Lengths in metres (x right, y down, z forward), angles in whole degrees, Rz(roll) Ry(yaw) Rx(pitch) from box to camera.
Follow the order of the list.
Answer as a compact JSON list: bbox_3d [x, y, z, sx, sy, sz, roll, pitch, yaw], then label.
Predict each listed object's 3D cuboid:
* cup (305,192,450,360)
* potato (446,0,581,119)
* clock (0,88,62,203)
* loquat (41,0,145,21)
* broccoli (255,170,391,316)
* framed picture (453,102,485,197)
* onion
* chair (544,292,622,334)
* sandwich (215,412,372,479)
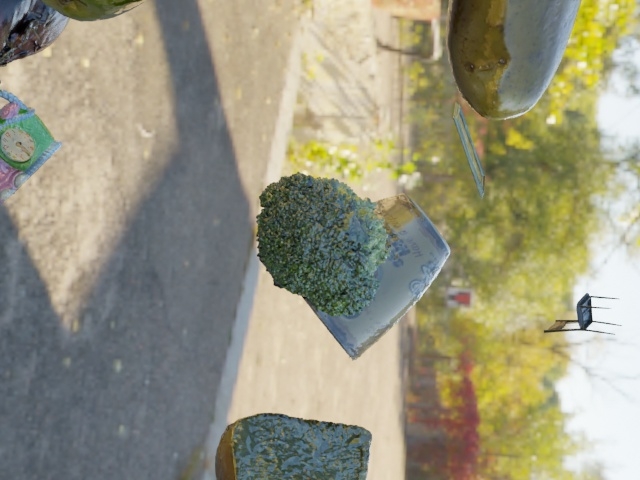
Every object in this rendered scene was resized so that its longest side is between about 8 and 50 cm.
[{"bbox_3d":[0.078,0.033,1.861,0.227,0.257,0.301,55,-3,-31],"label":"cup"},{"bbox_3d":[0.208,-0.304,1.044,0.195,0.176,0.369,-133,-130,-73],"label":"potato"},{"bbox_3d":[-0.634,-0.197,2.052,0.195,0.194,0.100,44,17,-12],"label":"clock"},{"bbox_3d":[-0.212,-0.343,1.038,0.213,0.213,0.246,73,37,-63],"label":"loquat"},{"bbox_3d":[-0.003,-0.001,1.625,0.198,0.176,0.226,-56,-147,10],"label":"broccoli"},{"bbox_3d":[0.317,-0.194,2.214,0.142,0.011,0.183,-65,136,-68],"label":"framed picture"},{"bbox_3d":[-0.462,-0.350,1.425,0.281,0.221,0.281,-7,90,-78],"label":"onion"},{"bbox_3d":[0.292,0.082,1.170,0.037,0.086,0.042,-30,111,-50],"label":"chair"},{"bbox_3d":[-0.036,0.421,1.687,0.301,0.271,0.099,-96,-155,-45],"label":"sandwich"}]
